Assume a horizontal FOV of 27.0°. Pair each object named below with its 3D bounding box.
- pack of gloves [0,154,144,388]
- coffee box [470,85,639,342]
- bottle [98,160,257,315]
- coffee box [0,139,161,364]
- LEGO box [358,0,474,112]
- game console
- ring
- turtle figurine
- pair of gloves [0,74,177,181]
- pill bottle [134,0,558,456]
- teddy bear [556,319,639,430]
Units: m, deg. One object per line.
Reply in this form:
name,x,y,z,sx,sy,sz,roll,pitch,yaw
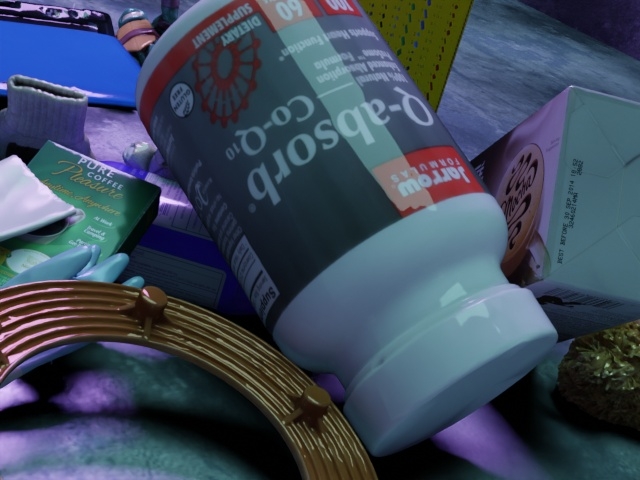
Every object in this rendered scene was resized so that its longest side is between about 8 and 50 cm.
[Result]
pack of gloves,-0.256,0.017,0.978,0.195,0.046,0.232,41,45,22
coffee box,0.206,-0.007,1.200,0.118,0.168,0.297,13,-13,-11
bottle,-0.088,0.011,1.206,0.282,0.092,0.118,17,24,-4
coffee box,-0.218,0.006,1.076,0.113,0.040,0.184,21,49,8
LEGO box,0.016,-0.305,1.528,0.193,0.500,0.372,9,23,-21
game console,-0.355,-0.164,1.409,0.293,0.250,0.173,2,65,-38
ring,-0.104,0.133,0.858,0.336,0.032,0.337,20,32,-14
turtle figurine,-0.241,-0.265,1.732,0.118,0.175,0.234,48,10,-41
pair of gloves,-0.195,-0.074,1.277,0.240,0.042,0.204,17,-20,-14
pill bottle,0.020,-0.025,1.071,0.210,0.210,0.363,-9,60,-51
teddy bear,0.393,0.150,1.225,0.338,0.113,0.245,29,21,27
